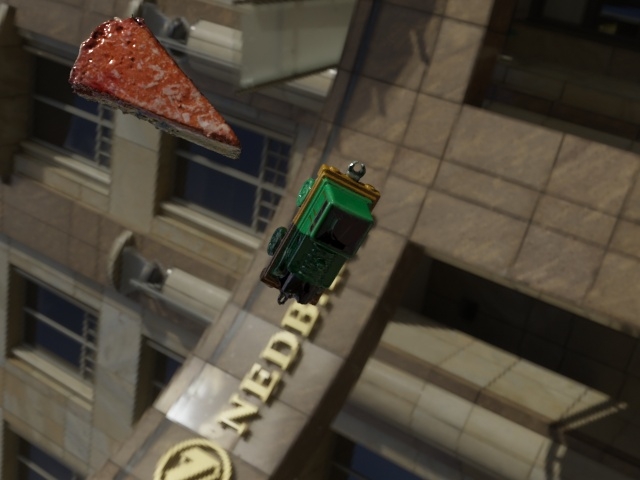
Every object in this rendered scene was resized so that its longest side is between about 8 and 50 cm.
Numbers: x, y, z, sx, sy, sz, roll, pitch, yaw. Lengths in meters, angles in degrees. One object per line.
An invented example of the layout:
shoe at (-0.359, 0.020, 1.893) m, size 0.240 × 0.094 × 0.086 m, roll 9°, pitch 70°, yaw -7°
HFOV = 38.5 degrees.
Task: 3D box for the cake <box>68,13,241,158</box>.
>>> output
cake at (-0.184, -0.193, 1.131) m, size 0.086 × 0.220 × 0.116 m, roll 133°, pitch 156°, yaw -80°

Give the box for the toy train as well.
toy train at (0.000, 0.000, 1.209) m, size 0.227 × 0.091 × 0.136 m, roll -60°, pitch 16°, yaw 15°
